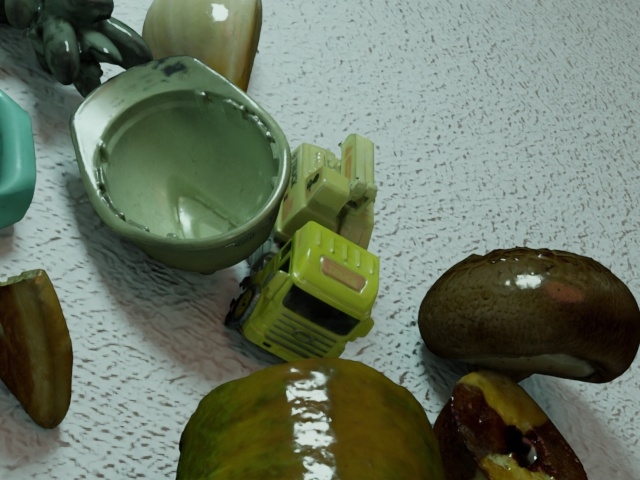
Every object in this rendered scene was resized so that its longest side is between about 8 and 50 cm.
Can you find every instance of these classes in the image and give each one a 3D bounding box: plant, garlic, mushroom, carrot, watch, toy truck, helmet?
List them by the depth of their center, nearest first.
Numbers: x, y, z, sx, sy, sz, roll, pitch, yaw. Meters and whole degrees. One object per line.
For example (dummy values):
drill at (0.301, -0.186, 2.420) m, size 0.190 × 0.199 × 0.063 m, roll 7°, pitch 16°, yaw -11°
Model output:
carrot at (-0.003, 0.255, 1.193) m, size 0.241 × 0.241 × 0.341 m, roll 25°, pitch 33°, yaw -21°
watch at (-0.366, -0.091, 1.398) m, size 0.195 × 0.068 × 0.237 m, roll 15°, pitch 40°, yaw -30°
helmet at (-0.134, -0.053, 1.518) m, size 0.204 × 0.137 × 0.257 m, roll -28°, pitch 56°, yaw -13°
toy truck at (0.000, 0.000, 1.563) m, size 0.124 × 0.157 × 0.272 m, roll 28°, pitch 35°, yaw -17°
plant at (-0.301, -0.263, 1.596) m, size 0.146 × 0.149 × 0.274 m, roll -23°, pitch 64°, yaw -36°
mushroom at (0.235, 0.086, 1.646) m, size 0.253 × 0.253 × 0.153 m, roll 12°, pitch 77°, yaw -35°
garlic at (-0.127, -0.246, 1.778) m, size 0.164 × 0.145 × 0.245 m, roll 62°, pitch 23°, yaw -27°

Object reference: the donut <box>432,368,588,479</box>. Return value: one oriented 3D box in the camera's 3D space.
donut at (0.194, 0.230, 1.558) m, size 0.184 × 0.073 × 0.166 m, roll 45°, pitch 33°, yaw 7°

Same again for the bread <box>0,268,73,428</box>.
bread at (-0.252, 0.068, 1.262) m, size 0.054 × 0.136 × 0.154 m, roll -30°, pitch 69°, yaw -36°
